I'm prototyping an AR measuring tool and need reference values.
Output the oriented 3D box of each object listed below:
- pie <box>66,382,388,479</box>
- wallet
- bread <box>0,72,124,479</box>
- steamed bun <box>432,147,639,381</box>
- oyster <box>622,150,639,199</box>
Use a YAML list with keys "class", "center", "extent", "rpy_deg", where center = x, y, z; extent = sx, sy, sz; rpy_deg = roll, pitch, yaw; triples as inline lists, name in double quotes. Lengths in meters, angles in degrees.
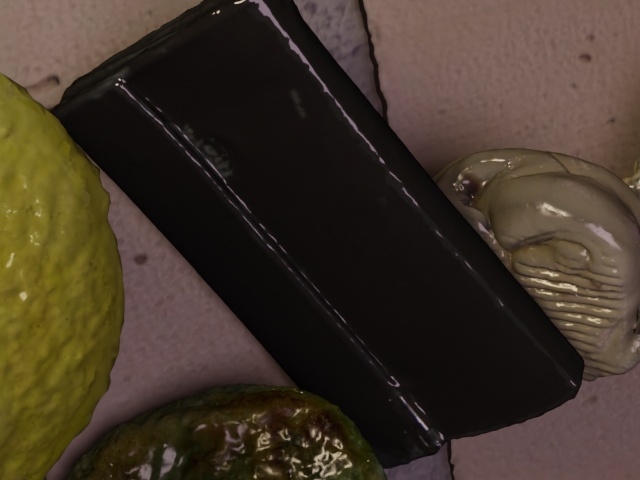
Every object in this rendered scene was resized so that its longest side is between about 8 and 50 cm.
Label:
- class: "pie"
  center: [-0.073, 0.237, 1.471]
  extent: [0.277, 0.277, 0.078]
  rpy_deg: [-42, 153, -10]
- class: "wallet"
  center: [0.000, 0.001, 1.475]
  extent: [0.406, 0.228, 0.062]
  rpy_deg: [50, 37, -19]
- class: "bread"
  center: [-0.327, 0.027, 1.290]
  extent: [0.348, 0.308, 0.348]
  rpy_deg: [-6, 104, -26]
- class: "steamed bun"
  center: [0.179, 0.009, 1.548]
  extent: [0.144, 0.211, 0.218]
  rpy_deg: [-57, 144, -39]
- class: "oyster"
  center: [0.369, -0.120, 1.651]
  extent: [0.354, 0.107, 0.201]
  rpy_deg: [-29, 128, -26]
